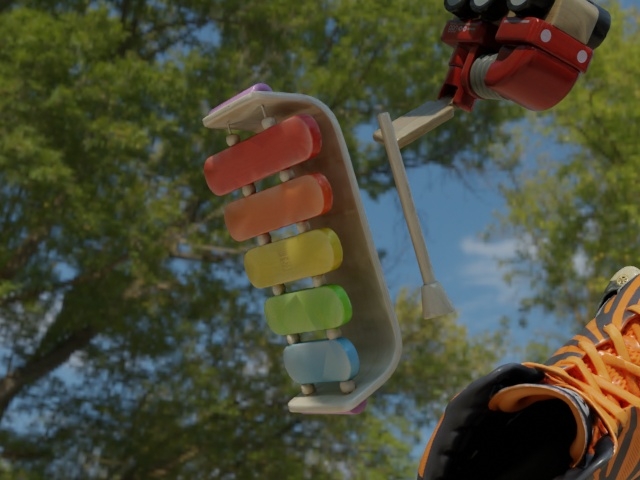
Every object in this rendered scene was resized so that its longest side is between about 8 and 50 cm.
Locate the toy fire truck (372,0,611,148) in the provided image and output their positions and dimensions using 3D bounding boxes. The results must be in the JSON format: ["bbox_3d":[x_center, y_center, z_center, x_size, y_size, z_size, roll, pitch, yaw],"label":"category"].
[{"bbox_3d":[0.195,-0.200,1.334,0.158,0.246,0.217,22,1,-28],"label":"toy fire truck"}]

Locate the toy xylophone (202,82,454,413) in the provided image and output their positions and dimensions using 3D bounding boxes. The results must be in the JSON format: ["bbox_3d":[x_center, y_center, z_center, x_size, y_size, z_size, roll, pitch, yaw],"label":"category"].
[{"bbox_3d":[0.000,0.000,1.026,0.081,0.323,0.236,-17,-7,-33],"label":"toy xylophone"}]

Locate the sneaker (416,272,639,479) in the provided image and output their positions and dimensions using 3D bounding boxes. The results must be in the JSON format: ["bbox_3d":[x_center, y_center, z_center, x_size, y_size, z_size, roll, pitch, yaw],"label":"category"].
[{"bbox_3d":[0.191,0.103,0.714,0.124,0.321,0.180,43,-5,23],"label":"sneaker"}]

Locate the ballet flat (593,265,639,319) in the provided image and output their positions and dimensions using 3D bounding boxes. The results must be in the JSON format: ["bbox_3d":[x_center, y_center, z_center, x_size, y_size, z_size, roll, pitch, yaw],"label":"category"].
[{"bbox_3d":[0.294,0.092,1.115,0.057,0.173,0.049,-8,-46,46],"label":"ballet flat"}]
